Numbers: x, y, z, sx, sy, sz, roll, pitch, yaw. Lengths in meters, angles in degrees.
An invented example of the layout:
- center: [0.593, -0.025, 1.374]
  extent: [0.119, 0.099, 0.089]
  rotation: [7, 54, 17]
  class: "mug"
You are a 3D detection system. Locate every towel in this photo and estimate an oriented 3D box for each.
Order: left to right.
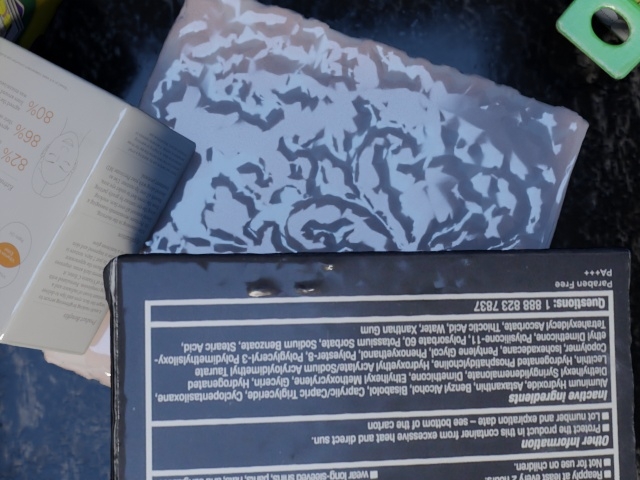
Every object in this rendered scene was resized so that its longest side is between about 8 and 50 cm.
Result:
- center: [0.000, 0.000, 0.707]
  extent: [0.331, 0.053, 0.317]
  rotation: [20, 86, -1]
  class: "towel"

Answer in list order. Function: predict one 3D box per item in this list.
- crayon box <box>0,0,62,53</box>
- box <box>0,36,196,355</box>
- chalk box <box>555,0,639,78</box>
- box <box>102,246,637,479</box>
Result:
- center: [-0.310, -0.080, 0.565]
  extent: [0.106, 0.313, 0.363]
  rotation: [29, 86, -1]
  class: "crayon box"
- center: [-0.191, -0.028, 0.638]
  extent: [0.130, 0.091, 0.171]
  rotation: [29, 90, 25]
  class: "box"
- center: [0.269, -0.220, 0.687]
  extent: [0.132, 0.132, 0.213]
  rotation: [41, 86, 0]
  class: "chalk box"
- center: [0.023, 0.157, 0.576]
  extent: [0.296, 0.183, 0.294]
  rotation: [0, 85, -8]
  class: "box"
